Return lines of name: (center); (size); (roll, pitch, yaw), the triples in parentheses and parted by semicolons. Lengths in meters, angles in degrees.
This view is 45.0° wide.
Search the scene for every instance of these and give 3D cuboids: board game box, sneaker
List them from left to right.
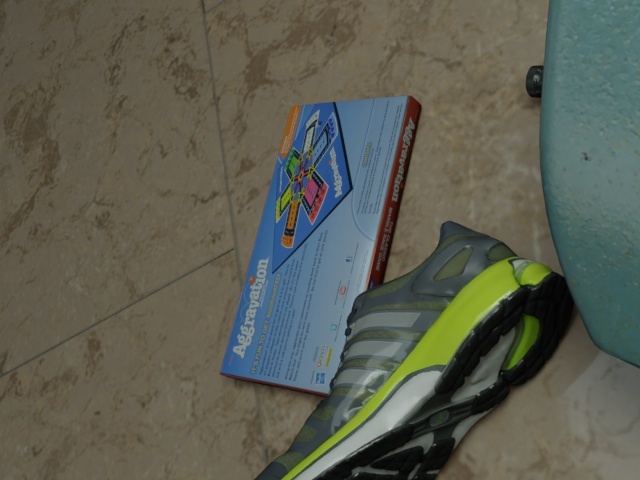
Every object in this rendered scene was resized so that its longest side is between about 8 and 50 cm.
board game box: (0.000, 0.000, 0.723); (0.145, 0.027, 0.281); (3, 73, 37)
sneaker: (0.053, 0.111, 0.596); (0.300, 0.111, 0.121); (-44, 40, 6)

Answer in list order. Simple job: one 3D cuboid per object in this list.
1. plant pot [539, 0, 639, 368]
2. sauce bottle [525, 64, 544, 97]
plant pot: (0.264, -0.041, 0.396); (0.248, 0.247, 0.252); (27, 117, 43)
sauce bottle: (0.223, -0.122, 0.598); (0.128, 0.042, 0.042); (8, 75, 41)
